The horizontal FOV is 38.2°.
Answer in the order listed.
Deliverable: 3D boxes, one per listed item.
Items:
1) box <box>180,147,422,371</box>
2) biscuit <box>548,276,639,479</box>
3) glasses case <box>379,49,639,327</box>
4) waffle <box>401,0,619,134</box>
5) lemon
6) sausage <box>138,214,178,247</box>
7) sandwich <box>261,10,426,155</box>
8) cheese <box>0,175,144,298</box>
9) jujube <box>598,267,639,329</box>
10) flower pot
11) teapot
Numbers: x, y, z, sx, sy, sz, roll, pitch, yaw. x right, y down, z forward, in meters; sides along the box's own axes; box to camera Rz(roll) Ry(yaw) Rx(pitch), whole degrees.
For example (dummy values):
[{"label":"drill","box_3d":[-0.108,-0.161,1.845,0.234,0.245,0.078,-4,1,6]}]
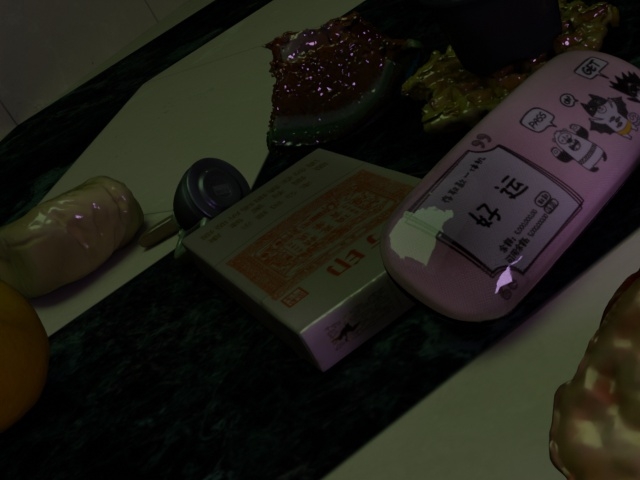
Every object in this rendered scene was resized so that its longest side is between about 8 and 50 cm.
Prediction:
[{"label":"box","box_3d":[0.000,0.000,0.928,0.204,0.051,0.365,-34,24,-13]},{"label":"biscuit","box_3d":[0.219,0.096,0.391,0.260,0.041,0.203,0,69,39]},{"label":"glasses case","box_3d":[0.173,-0.052,0.748,0.122,0.075,0.314,35,61,22]},{"label":"waffle","box_3d":[0.209,-0.206,1.095,0.291,0.051,0.291,-25,25,13]},{"label":"lemon","box_3d":[-0.376,0.124,0.973,0.178,0.178,0.203,-36,22,-12]},{"label":"sausage","box_3d":[-0.187,-0.029,1.246,0.132,0.024,0.024,-29,23,1]},{"label":"sandwich","box_3d":[0.027,-0.205,1.193,0.235,0.159,0.079,-16,16,1]},{"label":"cheese","box_3d":[-0.364,-0.013,1.317,0.214,0.117,0.226,-39,19,-34]},{"label":"jujube","box_3d":[0.237,0.043,0.491,0.176,0.109,0.112,-18,-8,34]},{"label":"flower pot","box_3d":[0.195,-0.256,1.023,0.157,0.107,0.157,-19,30,12]},{"label":"teapot","box_3d":[-0.151,-0.035,1.139,0.091,0.092,0.124,-41,1,44]}]
